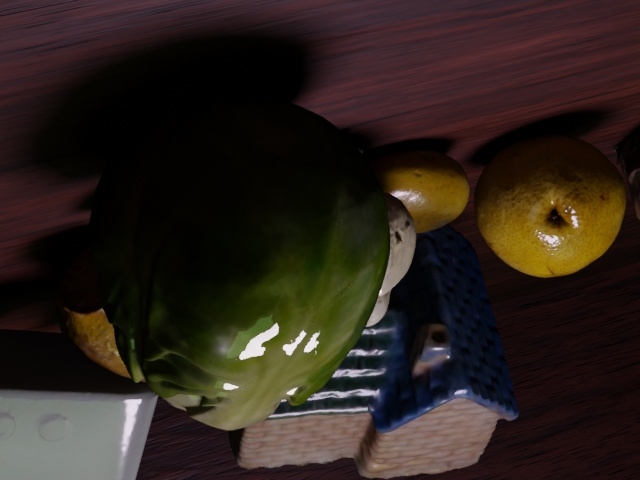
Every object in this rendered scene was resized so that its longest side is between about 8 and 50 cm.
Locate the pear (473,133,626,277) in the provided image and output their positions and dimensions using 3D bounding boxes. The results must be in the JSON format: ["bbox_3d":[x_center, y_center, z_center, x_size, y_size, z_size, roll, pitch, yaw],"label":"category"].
[{"bbox_3d":[0.315,-0.051,1.786,0.209,0.208,0.209,-17,169,-3],"label":"pear"}]

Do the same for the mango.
[{"bbox_3d":[0.113,-0.065,1.682,0.137,0.098,0.195,-22,164,39],"label":"mango"}]

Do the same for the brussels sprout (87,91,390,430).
[{"bbox_3d":[-0.080,0.024,1.260,0.281,0.289,0.354,-14,129,-39],"label":"brussels sprout"}]

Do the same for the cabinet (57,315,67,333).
[{"bbox_3d":[-0.290,0.141,1.920,0.145,0.150,0.206,-13,167,-21],"label":"cabinet"}]

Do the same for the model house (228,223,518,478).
[{"bbox_3d":[0.064,0.145,2.078,0.445,0.395,0.400,-4,154,-9],"label":"model house"}]

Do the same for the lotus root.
[{"bbox_3d":[-0.214,0.080,1.639,0.193,0.193,0.291,-23,155,26],"label":"lotus root"}]

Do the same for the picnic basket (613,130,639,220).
[{"bbox_3d":[0.645,-0.060,1.955,0.337,0.337,0.293,-15,169,-15],"label":"picnic basket"}]

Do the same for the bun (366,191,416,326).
[{"bbox_3d":[-0.009,0.045,1.533,0.259,0.160,0.259,-15,175,-1],"label":"bun"}]

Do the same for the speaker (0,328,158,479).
[{"bbox_3d":[-0.427,0.229,1.672,0.406,0.184,0.183,6,-161,-21],"label":"speaker"}]

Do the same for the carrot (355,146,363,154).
[{"bbox_3d":[-0.037,-0.061,1.547,0.225,0.067,0.067,-24,167,38],"label":"carrot"}]
